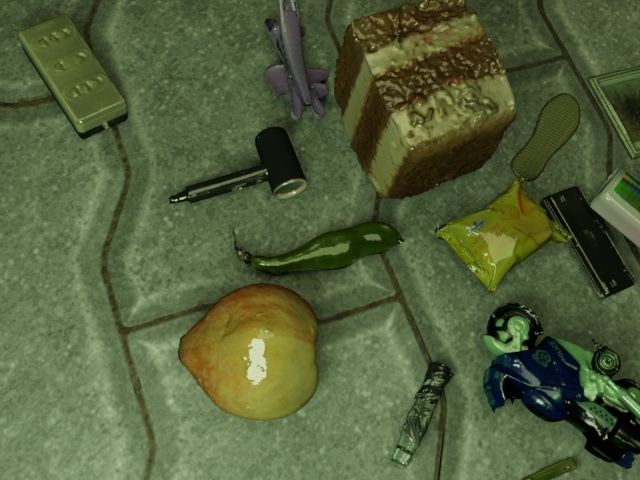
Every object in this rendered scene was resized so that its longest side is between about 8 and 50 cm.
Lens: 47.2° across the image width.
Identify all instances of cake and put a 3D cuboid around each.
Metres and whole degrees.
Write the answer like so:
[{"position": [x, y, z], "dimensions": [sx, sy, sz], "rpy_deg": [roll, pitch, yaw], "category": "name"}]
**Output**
[{"position": [0.188, -0.264, 1.360], "dimensions": [0.255, 0.282, 0.290], "rpy_deg": [-24, 74, -14], "category": "cake"}]

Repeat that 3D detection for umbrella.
[{"position": [0.170, 0.291, 1.246], "dimensions": [0.046, 0.050, 0.188], "rpy_deg": [20, 64, 24], "category": "umbrella"}]

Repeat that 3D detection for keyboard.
[{"position": [0.523, 0.001, 1.435], "dimensions": [0.093, 0.025, 0.230], "rpy_deg": [-19, 71, -17], "category": "keyboard"}]

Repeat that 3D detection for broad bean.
[{"position": [0.001, 0.011, 1.337], "dimensions": [0.318, 0.056, 0.098], "rpy_deg": [-2, 68, -7], "category": "broad bean"}]

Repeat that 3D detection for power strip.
[{"position": [-0.468, -0.312, 1.397], "dimensions": [0.105, 0.070, 0.257], "rpy_deg": [-31, 76, -19], "category": "power strip"}]

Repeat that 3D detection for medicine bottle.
[{"position": [0.642, -0.038, 1.436], "dimensions": [0.219, 0.078, 0.115], "rpy_deg": [42, 49, 9], "category": "medicine bottle"}]

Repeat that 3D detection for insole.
[{"position": [0.476, -0.218, 1.532], "dimensions": [0.086, 0.005, 0.253], "rpy_deg": [34, 67, 7], "category": "insole"}]

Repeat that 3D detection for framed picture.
[{"position": [0.744, -0.300, 1.600], "dimensions": [0.274, 0.017, 0.217], "rpy_deg": [-17, 70, -15], "category": "framed picture"}]

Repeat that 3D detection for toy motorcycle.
[{"position": [0.413, 0.257, 1.264], "dimensions": [0.331, 0.125, 0.196], "rpy_deg": [36, 69, 11], "category": "toy motorcycle"}]

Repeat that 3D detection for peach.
[{"position": [-0.114, 0.177, 1.170], "dimensions": [0.232, 0.232, 0.232], "rpy_deg": [3, 67, -7], "category": "peach"}]

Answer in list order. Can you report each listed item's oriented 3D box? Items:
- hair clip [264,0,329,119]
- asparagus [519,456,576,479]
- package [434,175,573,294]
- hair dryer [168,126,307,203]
[{"position": [-0.048, -0.360, 1.478], "dimensions": [0.137, 0.090, 0.278], "rpy_deg": [-4, 75, -24], "category": "hair clip"}, {"position": [0.325, 0.419, 1.229], "dimensions": [0.248, 0.025, 0.024], "rpy_deg": [-19, 114, -16], "category": "asparagus"}, {"position": [0.347, -0.016, 1.380], "dimensions": [0.226, 0.090, 0.168], "rpy_deg": [-33, 73, -17], "category": "package"}, {"position": [-0.164, -0.125, 1.370], "dimensions": [0.255, 0.070, 0.128], "rpy_deg": [-15, 70, -9], "category": "hair dryer"}]
